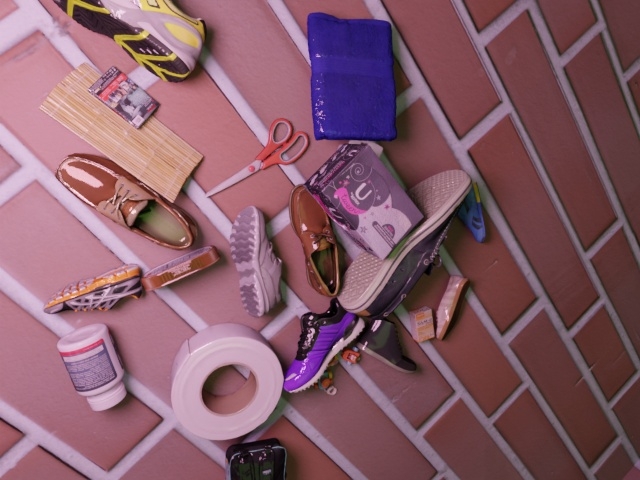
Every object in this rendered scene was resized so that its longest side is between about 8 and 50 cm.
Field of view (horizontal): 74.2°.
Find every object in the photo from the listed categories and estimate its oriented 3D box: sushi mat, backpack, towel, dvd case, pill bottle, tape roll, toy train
[{"bbox_3d":[-0.421,-0.233,0.931,0.316,0.019,0.152,39,60,-23],"label":"sushi mat"},{"bbox_3d":[-0.179,0.653,1.161,0.165,0.144,0.189,-1,78,-22],"label":"backpack"},{"bbox_3d":[0.078,-0.399,1.061,0.227,0.076,0.309,-2,87,-17],"label":"towel"},{"bbox_3d":[-0.427,-0.312,0.925,0.119,0.013,0.087,38,57,-22],"label":"dvd case"},{"bbox_3d":[-0.523,0.296,0.984,0.107,0.108,0.180,-17,106,-17],"label":"pill bottle"},{"bbox_3d":[-0.245,0.366,1.108,0.285,0.100,0.287,-4,103,-19],"label":"tape roll"},{"bbox_3d":[0.049,0.383,1.251,0.125,0.046,0.166,29,89,-23],"label":"toy train"}]

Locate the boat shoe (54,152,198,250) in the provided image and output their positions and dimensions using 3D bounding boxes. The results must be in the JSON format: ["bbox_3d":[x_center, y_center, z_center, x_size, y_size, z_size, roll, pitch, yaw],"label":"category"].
[{"bbox_3d":[-0.413,-0.081,0.941,0.323,0.120,0.123,32,88,-23],"label":"boat shoe"}]

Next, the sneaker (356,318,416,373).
[{"bbox_3d":[0.226,0.318,1.285,0.222,0.083,0.118,31,89,-22],"label":"sneaker"}]

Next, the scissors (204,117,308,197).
[{"bbox_3d":[-0.154,-0.184,1.071,0.297,0.021,0.109,-48,114,-7],"label":"scissors"}]

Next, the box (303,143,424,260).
[{"bbox_3d":[0.107,-0.097,1.056,0.163,0.142,0.247,-46,113,-6],"label":"box"}]

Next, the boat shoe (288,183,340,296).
[{"bbox_3d":[0.000,0.000,1.122,0.110,0.104,0.308,-20,107,-15],"label":"boat shoe"}]

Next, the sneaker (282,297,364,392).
[{"bbox_3d":[-0.022,0.275,1.176,0.293,0.102,0.146,-44,108,-18],"label":"sneaker"}]

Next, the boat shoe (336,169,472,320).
[{"bbox_3d":[0.249,0.015,1.184,0.156,0.186,0.500,40,87,-31],"label":"boat shoe"}]

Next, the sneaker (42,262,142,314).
[{"bbox_3d":[-0.514,0.127,0.969,0.214,0.084,0.083,-20,112,-17],"label":"sneaker"}]

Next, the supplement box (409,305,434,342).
[{"bbox_3d":[0.320,0.264,1.334,0.062,0.036,0.099,-16,106,-18],"label":"supplement box"}]

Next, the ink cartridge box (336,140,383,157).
[{"bbox_3d":[0.082,-0.187,1.138,0.104,0.060,0.180,23,93,-23],"label":"ink cartridge box"}]

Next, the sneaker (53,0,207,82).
[{"bbox_3d":[-0.414,-0.499,0.866,0.384,0.145,0.147,37,66,-25],"label":"sneaker"}]

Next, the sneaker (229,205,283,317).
[{"bbox_3d":[-0.157,0.049,1.096,0.115,0.105,0.282,-16,106,-48],"label":"sneaker"}]

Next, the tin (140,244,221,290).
[{"bbox_3d":[-0.333,0.063,1.011,0.189,0.106,0.040,-25,101,-15],"label":"tin"}]

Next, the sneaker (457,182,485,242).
[{"bbox_3d":[0.460,-0.080,1.310,0.082,0.069,0.210,-14,119,16],"label":"sneaker"}]

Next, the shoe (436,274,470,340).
[{"bbox_3d":[0.411,0.214,1.354,0.076,0.058,0.219,8,104,-53],"label":"shoe"}]
